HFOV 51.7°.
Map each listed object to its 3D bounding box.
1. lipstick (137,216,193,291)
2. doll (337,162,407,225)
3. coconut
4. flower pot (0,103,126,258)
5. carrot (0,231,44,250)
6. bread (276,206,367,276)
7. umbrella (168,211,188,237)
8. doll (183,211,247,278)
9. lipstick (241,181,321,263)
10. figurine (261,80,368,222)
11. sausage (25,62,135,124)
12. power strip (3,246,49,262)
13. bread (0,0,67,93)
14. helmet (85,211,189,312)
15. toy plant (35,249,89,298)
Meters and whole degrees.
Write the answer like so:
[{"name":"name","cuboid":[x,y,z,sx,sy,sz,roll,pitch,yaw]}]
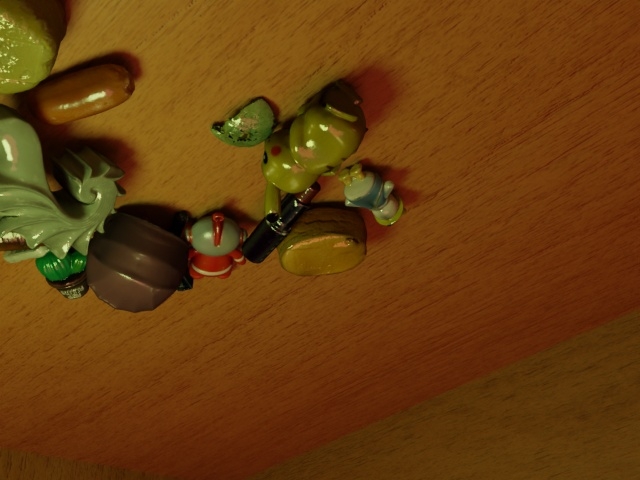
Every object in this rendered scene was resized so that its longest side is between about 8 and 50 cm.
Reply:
[{"name":"lipstick","cuboid":[-0.443,0.041,1.884,0.051,0.051,0.312,-9,142,9]},{"name":"doll","cuboid":[0.144,-0.113,1.759,0.135,0.099,0.241,-47,135,11]},{"name":"coconut","cuboid":[-0.169,-0.259,1.531,0.133,0.055,0.158,24,134,-35]},{"name":"flower pot","cuboid":[-0.618,-0.117,1.446,0.254,0.164,0.367,-57,147,3]},{"name":"carrot","cuboid":[-0.741,-0.032,1.682,0.302,0.114,0.114,-5,144,-10]},{"name":"bread","cuboid":[0.000,0.000,1.845,0.269,0.142,0.195,-6,141,-6]},{"name":"umbrella","cuboid":[-0.395,-0.034,1.814,0.036,0.031,0.133,10,139,-24]},{"name":"doll","cuboid":[-0.300,0.013,1.848,0.200,0.105,0.336,1,151,-12]},{"name":"lipstick","cuboid":[-0.103,-0.053,1.728,0.081,0.081,0.300,19,128,-33]},{"name":"figurine","cuboid":[-0.024,-0.214,1.527,0.327,0.218,0.169,-34,109,32]},{"name":"sausage","cuboid":[-0.498,-0.302,1.376,0.238,0.098,0.098,-15,144,12]},{"name":"power strip","cuboid":[-0.793,0.028,1.773,0.191,0.047,0.030,-8,140,31]},{"name":"bread","cuboid":[-0.604,-0.387,1.191,0.270,0.148,0.270,-5,148,-3]},{"name":"helmet","cuboid":[-0.506,0.090,1.771,0.271,0.197,0.338,27,140,-20]},{"name":"toy plant","cuboid":[-0.709,0.075,1.844,0.143,0.105,0.200,-12,133,-5]}]
